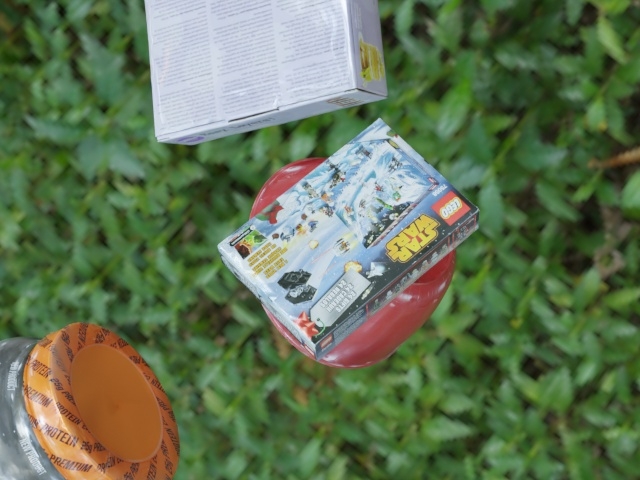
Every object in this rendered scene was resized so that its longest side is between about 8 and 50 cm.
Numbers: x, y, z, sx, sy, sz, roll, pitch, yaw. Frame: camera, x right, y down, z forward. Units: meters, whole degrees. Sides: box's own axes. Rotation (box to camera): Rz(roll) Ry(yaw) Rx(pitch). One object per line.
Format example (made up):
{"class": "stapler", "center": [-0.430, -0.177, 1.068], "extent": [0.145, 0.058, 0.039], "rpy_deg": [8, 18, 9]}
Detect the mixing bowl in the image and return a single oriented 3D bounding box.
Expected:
{"class": "mixing bowl", "center": [0.042, 0.005, 1.236], "extent": [0.181, 0.181, 0.098], "rpy_deg": [48, 141, -15]}

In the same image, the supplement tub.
{"class": "supplement tub", "center": [-0.303, 0.220, 1.373], "extent": [0.338, 0.207, 0.207], "rpy_deg": [-31, 112, 23]}

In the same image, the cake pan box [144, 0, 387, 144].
{"class": "cake pan box", "center": [-0.068, -0.238, 1.576], "extent": [0.267, 0.245, 0.070], "rpy_deg": [-12, 168, 31]}

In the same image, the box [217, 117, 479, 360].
{"class": "box", "center": [0.018, -0.002, 0.960], "extent": [0.094, 0.137, 0.027], "rpy_deg": [45, 164, 23]}
